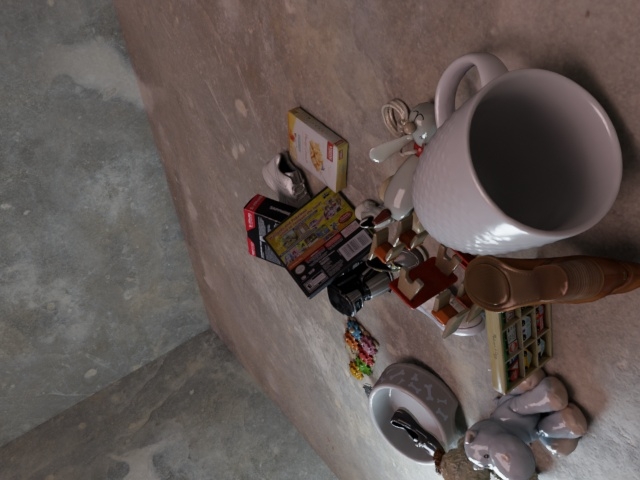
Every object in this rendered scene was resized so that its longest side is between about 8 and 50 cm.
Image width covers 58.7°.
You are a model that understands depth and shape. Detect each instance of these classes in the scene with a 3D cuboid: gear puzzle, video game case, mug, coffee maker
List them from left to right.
[{"bbox_3d":[0.000,0.000,1.736,0.248,0.275,0.035,51,180,20],"label":"video game case"},{"bbox_3d":[0.136,0.435,2.176,0.175,0.044,0.338,46,151,29],"label":"gear puzzle"},{"bbox_3d":[0.111,0.145,1.768,0.171,0.178,0.120,4,118,61],"label":"coffee maker"},{"bbox_3d":[0.300,-0.155,1.034,0.328,0.276,0.373,141,117,-73],"label":"mug"}]

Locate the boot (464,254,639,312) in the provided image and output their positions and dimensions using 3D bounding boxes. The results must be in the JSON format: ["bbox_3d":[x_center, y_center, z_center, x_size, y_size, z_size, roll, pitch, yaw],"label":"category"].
[{"bbox_3d":[0.430,0.069,1.063,0.283,0.220,0.109,-21,73,62],"label":"boot"}]

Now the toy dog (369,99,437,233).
[{"bbox_3d":[0.190,-0.152,1.337,0.220,0.161,0.333,26,138,50],"label":"toy dog"}]

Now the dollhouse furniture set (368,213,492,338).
[{"bbox_3d":[0.273,0.070,1.293,0.262,0.259,0.135,48,149,27],"label":"dollhouse furniture set"}]

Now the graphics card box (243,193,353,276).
[{"bbox_3d":[-0.069,0.006,1.892,0.371,0.094,0.232,21,140,18],"label":"graphics card box"}]

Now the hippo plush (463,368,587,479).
[{"bbox_3d":[0.450,0.433,1.363,0.294,0.237,0.234,25,137,52],"label":"hippo plush"}]

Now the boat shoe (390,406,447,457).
[{"bbox_3d":[0.299,0.608,1.745,0.206,0.065,0.075,44,136,16],"label":"boat shoe"}]

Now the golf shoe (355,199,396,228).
[{"bbox_3d":[0.134,-0.069,1.616,0.176,0.086,0.069,7,124,62],"label":"golf shoe"}]

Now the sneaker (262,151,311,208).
[{"bbox_3d":[-0.095,-0.165,1.927,0.297,0.111,0.129,56,149,8],"label":"sneaker"}]

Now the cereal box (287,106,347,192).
[{"bbox_3d":[-0.011,-0.274,1.718,0.240,0.047,0.173,43,149,34],"label":"cereal box"}]

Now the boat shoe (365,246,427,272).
[{"bbox_3d":[0.212,0.055,1.616,0.228,0.069,0.081,-6,111,63],"label":"boat shoe"}]

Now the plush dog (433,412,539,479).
[{"bbox_3d":[0.440,0.617,1.581,0.262,0.225,0.210,25,137,52],"label":"plush dog"}]

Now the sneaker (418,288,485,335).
[{"bbox_3d":[0.320,0.167,1.499,0.258,0.094,0.091,26,142,52],"label":"sneaker"}]

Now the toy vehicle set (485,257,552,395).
[{"bbox_3d":[0.431,0.188,1.228,0.035,0.166,0.266,27,139,51],"label":"toy vehicle set"}]

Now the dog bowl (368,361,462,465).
[{"bbox_3d":[0.303,0.573,1.853,0.349,0.102,0.348,25,130,34],"label":"dog bowl"}]

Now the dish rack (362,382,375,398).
[{"bbox_3d":[0.265,0.613,2.093,0.208,0.074,0.271,65,156,-5],"label":"dish rack"}]
